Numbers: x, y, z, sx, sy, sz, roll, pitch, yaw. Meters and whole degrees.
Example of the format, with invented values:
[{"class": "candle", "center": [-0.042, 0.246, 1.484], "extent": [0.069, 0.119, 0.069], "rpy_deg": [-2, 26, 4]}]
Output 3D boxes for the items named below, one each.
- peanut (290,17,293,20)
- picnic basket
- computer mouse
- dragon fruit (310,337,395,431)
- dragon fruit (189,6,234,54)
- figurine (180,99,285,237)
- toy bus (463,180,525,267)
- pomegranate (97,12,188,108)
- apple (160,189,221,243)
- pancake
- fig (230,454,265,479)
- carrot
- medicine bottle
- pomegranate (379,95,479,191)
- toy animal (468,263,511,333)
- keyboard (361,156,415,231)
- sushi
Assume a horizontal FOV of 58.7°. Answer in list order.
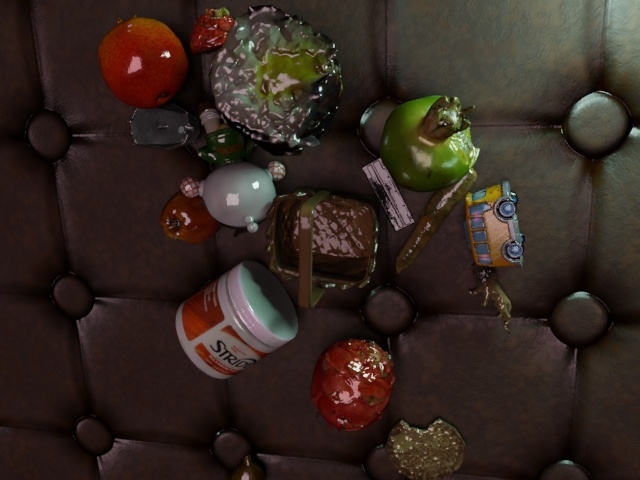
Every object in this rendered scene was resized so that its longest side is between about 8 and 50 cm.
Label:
[{"class": "peanut", "center": [-0.117, -0.536, 1.436], "extent": [0.113, 0.054, 0.054], "rpy_deg": [-10, 102, 18]}, {"class": "picnic basket", "center": [0.000, 0.000, 1.420], "extent": [0.291, 0.321, 0.255], "rpy_deg": [7, 110, 13]}, {"class": "computer mouse", "center": [-0.427, -0.307, 1.558], "extent": [0.231, 0.071, 0.126], "rpy_deg": [7, 93, 19]}, {"class": "dragon fruit", "center": [0.089, 0.390, 1.554], "extent": [0.240, 0.241, 0.253], "rpy_deg": [5, 120, 11]}, {"class": "dragon fruit", "center": [-0.278, -0.541, 1.458], "extent": [0.162, 0.083, 0.107], "rpy_deg": [-5, 101, 16]}, {"class": "figurine", "center": [-0.226, -0.187, 1.476], "extent": [0.281, 0.167, 0.371], "rpy_deg": [-12, 82, -17]}, {"class": "toy bus", "center": [0.430, -0.035, 1.417], "extent": [0.136, 0.126, 0.210], "rpy_deg": [-9, 103, 23]}, {"class": "pomegranate", "center": [-0.460, -0.465, 1.454], "extent": [0.221, 0.220, 0.257], "rpy_deg": [-39, 66, 19]}, {"class": "apple", "center": [-0.351, -0.069, 1.557], "extent": [0.156, 0.158, 0.147], "rpy_deg": [43, 108, 2]}, {"class": "pancake", "center": [0.306, 0.613, 1.665], "extent": [0.234, 0.029, 0.212], "rpy_deg": [-1, 105, 13]}, {"class": "fig", "center": [-0.229, 0.729, 1.775], "extent": [0.109, 0.103, 0.155], "rpy_deg": [-9, 113, -8]}, {"class": "carrot", "center": [0.284, -0.051, 1.475], "extent": [0.070, 0.070, 0.342], "rpy_deg": [34, 111, 2]}, {"class": "medicine bottle", "center": [-0.228, 0.217, 1.557], "extent": [0.240, 0.252, 0.253], "rpy_deg": [-35, 95, 18]}, {"class": "pomegranate", "center": [0.254, -0.235, 1.312], "extent": [0.235, 0.302, 0.236], "rpy_deg": [0, 80, 1]}, {"class": "toy animal", "center": [0.446, 0.153, 1.492], "extent": [0.086, 0.069, 0.220], "rpy_deg": [-26, 100, 8]}, {"class": "keyboard", "center": [0.179, -0.120, 1.505], "extent": [0.063, 0.010, 0.198], "rpy_deg": [-26, 98, 16]}, {"class": "sushi", "center": [-0.096, -0.356, 1.331], "extent": [0.281, 0.294, 0.300], "rpy_deg": [20, 96, 0]}]
